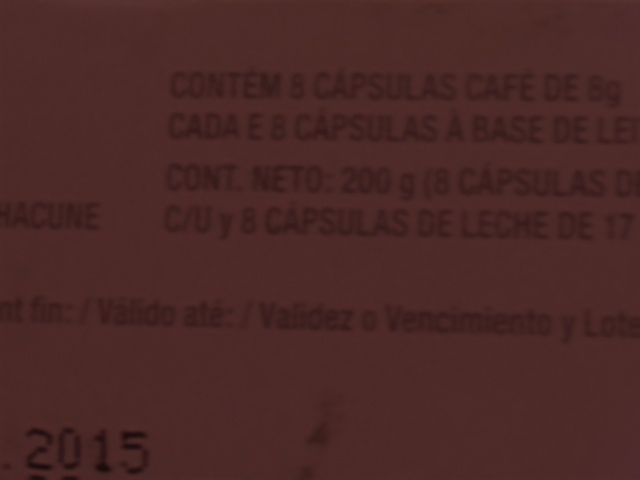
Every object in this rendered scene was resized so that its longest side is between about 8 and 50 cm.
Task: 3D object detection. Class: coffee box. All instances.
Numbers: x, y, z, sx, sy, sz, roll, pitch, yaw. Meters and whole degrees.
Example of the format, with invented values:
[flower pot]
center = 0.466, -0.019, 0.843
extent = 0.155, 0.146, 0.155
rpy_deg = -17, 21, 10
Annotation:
[coffee box]
center = -0.025, 0.136, 0.484
extent = 0.334, 0.337, 0.338
rpy_deg = 43, 50, -79
